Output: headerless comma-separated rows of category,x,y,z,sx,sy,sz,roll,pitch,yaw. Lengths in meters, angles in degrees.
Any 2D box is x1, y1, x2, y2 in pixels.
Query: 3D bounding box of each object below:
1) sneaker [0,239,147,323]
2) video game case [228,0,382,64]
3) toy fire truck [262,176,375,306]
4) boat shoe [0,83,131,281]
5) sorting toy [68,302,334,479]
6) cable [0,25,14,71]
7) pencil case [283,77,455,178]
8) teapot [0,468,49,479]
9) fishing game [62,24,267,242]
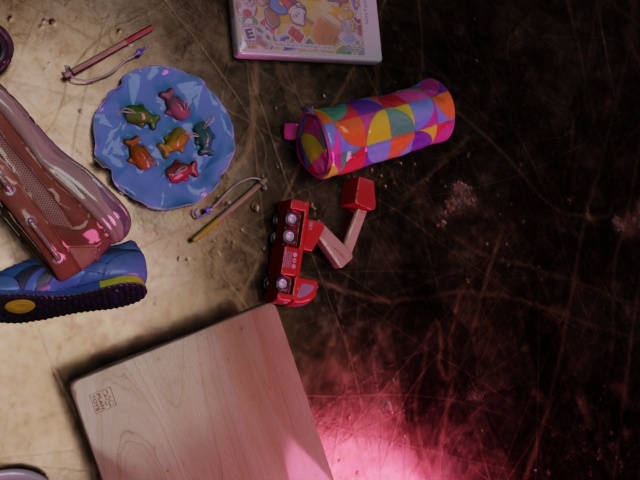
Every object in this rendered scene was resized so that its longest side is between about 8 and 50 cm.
sneaker,-0.307,0.041,0.847,0.209,0.069,0.082,-7,61,-20
video game case,-0.022,-0.354,1.034,0.227,0.026,0.206,-4,88,-27
toy fire truck,0.000,0.000,1.007,0.135,0.047,0.192,11,82,-27
boat shoe,-0.344,-0.084,0.749,0.324,0.123,0.116,45,70,-19
sorting toy,-0.143,0.238,0.893,0.256,0.089,0.257,-20,95,-27
cable,-0.472,-0.174,0.769,0.287,0.072,0.139,-47,131,-29
pencil case,0.075,-0.160,1.030,0.236,0.104,0.104,-17,94,-27
teapot,-0.282,0.391,0.743,0.187,0.253,0.255,-26,110,-40
fishing game,-0.192,-0.132,0.925,0.189,0.041,0.264,-39,103,-27
